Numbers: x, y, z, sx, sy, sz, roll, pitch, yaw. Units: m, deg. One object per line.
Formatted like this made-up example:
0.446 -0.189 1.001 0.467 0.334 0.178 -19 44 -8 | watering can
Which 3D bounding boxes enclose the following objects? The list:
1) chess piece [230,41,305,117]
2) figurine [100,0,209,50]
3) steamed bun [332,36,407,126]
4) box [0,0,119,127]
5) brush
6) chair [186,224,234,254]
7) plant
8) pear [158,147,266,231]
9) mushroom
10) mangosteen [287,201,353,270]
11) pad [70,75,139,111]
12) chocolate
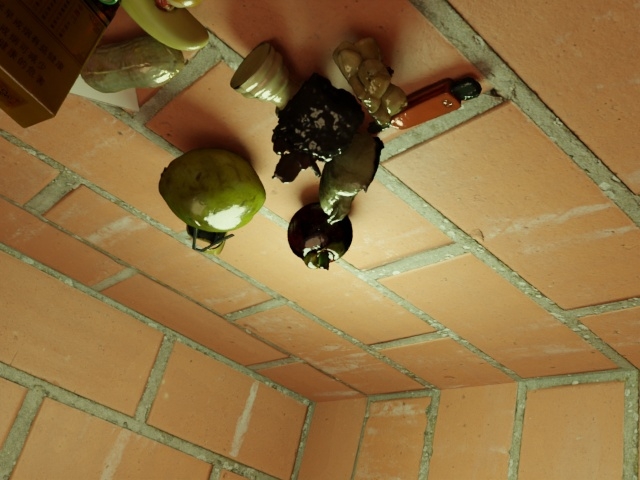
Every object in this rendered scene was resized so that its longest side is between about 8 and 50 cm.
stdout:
-0.062 -0.350 1.690 0.307 0.139 0.124 32 -168 -33 | chess piece
-0.345 -0.551 1.467 0.222 0.124 0.324 -12 139 31 | figurine
0.113 -0.369 1.509 0.106 0.178 0.192 -35 140 9 | steamed bun
-0.599 -0.476 1.416 0.115 0.416 0.264 -11 141 30 | box
0.241 -0.325 1.637 0.323 0.051 0.070 -16 145 39 | brush
-0.365 -0.054 2.287 0.172 0.159 0.247 24 149 -19 | chair
-0.014 -0.260 1.589 0.178 0.204 0.234 23 117 -21 | plant
-0.322 -0.152 2.016 0.321 0.269 0.269 19 154 -33 | pear
0.061 -0.168 1.793 0.129 0.248 0.344 26 175 -2 | mushroom
-0.006 -0.008 2.133 0.216 0.216 0.216 12 151 7 | mangosteen
-0.630 -0.440 1.910 0.231 0.004 0.156 15 151 1 | pad
-0.483 -0.444 1.704 0.309 0.134 0.134 0 147 27 | chocolate
